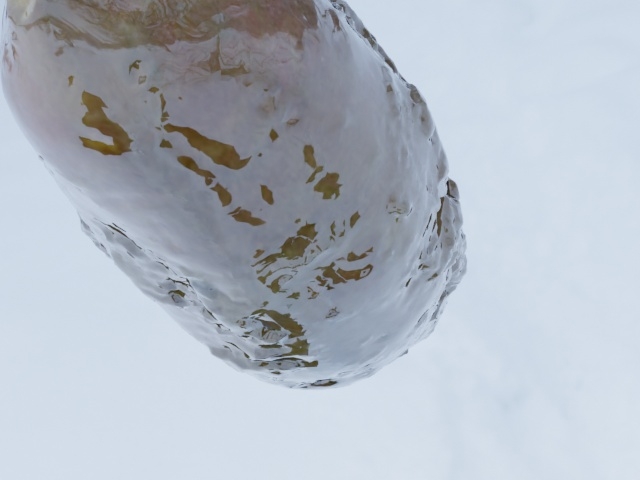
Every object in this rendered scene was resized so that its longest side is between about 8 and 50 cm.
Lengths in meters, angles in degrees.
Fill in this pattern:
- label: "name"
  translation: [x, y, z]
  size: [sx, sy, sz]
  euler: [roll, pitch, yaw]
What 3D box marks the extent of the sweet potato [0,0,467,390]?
- label: "sweet potato"
  translation: [0.000, 0.000, 0.475]
  size: [0.109, 0.109, 0.385]
  euler: [-18, -20, 10]
